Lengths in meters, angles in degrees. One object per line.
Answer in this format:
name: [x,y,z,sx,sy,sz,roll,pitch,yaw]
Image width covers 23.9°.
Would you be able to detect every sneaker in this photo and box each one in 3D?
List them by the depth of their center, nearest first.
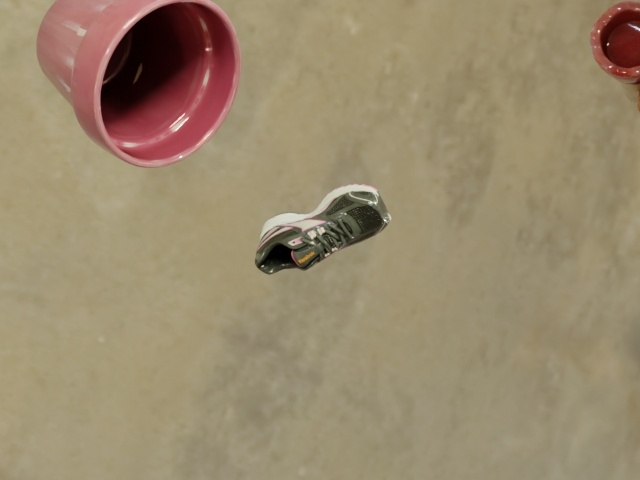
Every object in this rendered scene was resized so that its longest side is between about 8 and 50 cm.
sneaker: [0.000,0.000,1.716,0.072,0.178,0.077,51,37,-20]

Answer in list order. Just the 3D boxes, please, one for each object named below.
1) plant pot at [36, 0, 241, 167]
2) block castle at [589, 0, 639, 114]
plant pot: [-0.221,-0.204,1.719,0.201,0.180,0.201,-22,125,-35]
block castle: [0.534,-0.176,1.558,0.213,0.453,0.303,34,37,-68]
